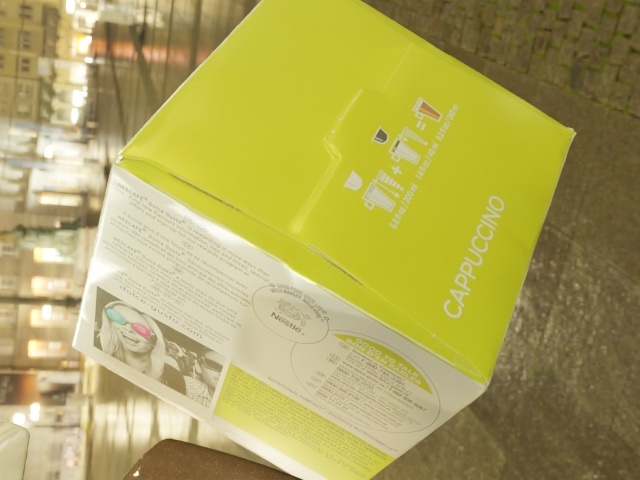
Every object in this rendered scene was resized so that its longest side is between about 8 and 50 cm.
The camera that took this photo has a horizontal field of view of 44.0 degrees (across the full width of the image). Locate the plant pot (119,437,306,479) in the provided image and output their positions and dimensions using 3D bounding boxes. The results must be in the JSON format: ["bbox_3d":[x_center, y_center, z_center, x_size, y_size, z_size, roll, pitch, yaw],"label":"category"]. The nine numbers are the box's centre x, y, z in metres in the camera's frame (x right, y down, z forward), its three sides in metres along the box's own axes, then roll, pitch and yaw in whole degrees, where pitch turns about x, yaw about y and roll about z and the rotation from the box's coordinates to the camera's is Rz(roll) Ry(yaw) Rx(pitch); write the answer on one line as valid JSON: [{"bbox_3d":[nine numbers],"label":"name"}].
[{"bbox_3d":[-0.055,0.258,0.588,0.215,0.230,0.215,-54,-13,-19],"label":"plant pot"}]

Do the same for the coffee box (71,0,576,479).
[{"bbox_3d":[0.000,0.000,0.811,0.338,0.338,0.334,-59,1,-39],"label":"coffee box"}]

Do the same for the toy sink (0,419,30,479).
[{"bbox_3d":[-0.240,0.182,0.382,0.234,0.152,0.131,-148,74,-70],"label":"toy sink"}]
